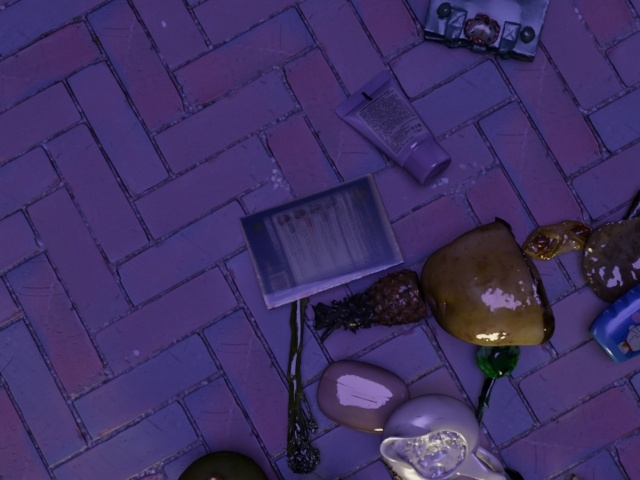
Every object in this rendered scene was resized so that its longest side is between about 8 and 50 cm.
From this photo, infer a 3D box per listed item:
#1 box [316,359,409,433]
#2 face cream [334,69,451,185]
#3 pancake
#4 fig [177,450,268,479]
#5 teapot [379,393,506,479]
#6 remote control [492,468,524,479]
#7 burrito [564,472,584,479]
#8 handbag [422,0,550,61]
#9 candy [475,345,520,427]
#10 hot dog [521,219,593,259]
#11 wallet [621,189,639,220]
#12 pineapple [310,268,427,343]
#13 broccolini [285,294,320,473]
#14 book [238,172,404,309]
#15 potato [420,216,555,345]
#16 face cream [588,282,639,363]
[{"bbox_3d":[0.092,0.339,1.602,0.200,0.088,0.145,16,87,1],"label":"box"},{"bbox_3d":[0.171,-0.248,1.654,0.154,0.096,0.273,-39,73,1],"label":"face cream"},{"bbox_3d":[0.694,0.036,1.616,0.236,0.042,0.222,-37,102,11],"label":"pancake"},{"bbox_3d":[-0.212,0.534,1.531,0.207,0.230,0.207,-18,46,20],"label":"fig"},{"bbox_3d":[0.247,0.423,1.518,0.300,0.166,0.208,20,94,-10],"label":"teapot"},{"bbox_3d":[0.388,0.623,1.587,0.066,0.090,0.265,10,90,-36],"label":"remote control"},{"bbox_3d":[0.613,0.588,1.586,0.226,0.060,0.087,37,93,2],"label":"burrito"},{"bbox_3d":[0.388,-0.559,1.659,0.269,0.100,0.274,16,86,1],"label":"handbag"},{"bbox_3d":[0.356,0.356,1.611,0.097,0.097,0.323,15,95,2],"label":"candy"},{"bbox_3d":[0.528,-0.005,1.633,0.169,0.061,0.078,-18,84,0],"label":"hot dog"},{"bbox_3d":[0.794,-0.012,1.636,0.243,0.039,0.132,27,99,5],"label":"wallet"},{"bbox_3d":[0.104,0.145,1.609,0.248,0.128,0.128,-17,86,6],"label":"pineapple"},{"bbox_3d":[-0.033,0.314,1.623,0.074,0.079,0.391,6,84,-32],"label":"broccolini"},{"bbox_3d":[0.000,0.000,1.647,0.323,0.018,0.228,-18,76,-1],"label":"book"},{"bbox_3d":[0.331,0.104,1.540,0.243,0.242,0.285,-16,77,0],"label":"potato"},{"bbox_3d":[0.713,0.151,1.584,0.264,0.083,0.149,-40,116,8],"label":"face cream"}]
